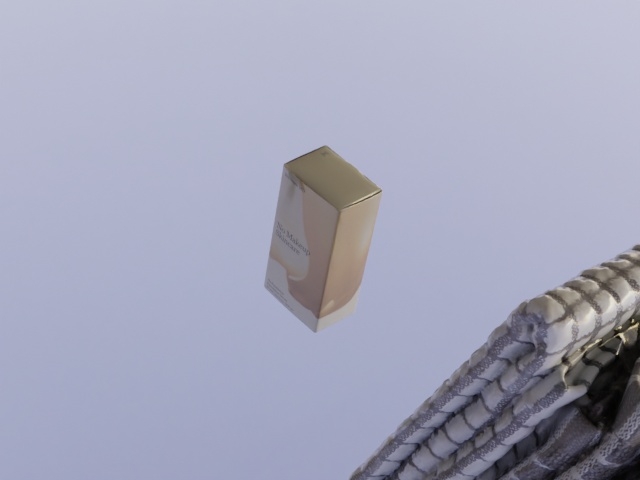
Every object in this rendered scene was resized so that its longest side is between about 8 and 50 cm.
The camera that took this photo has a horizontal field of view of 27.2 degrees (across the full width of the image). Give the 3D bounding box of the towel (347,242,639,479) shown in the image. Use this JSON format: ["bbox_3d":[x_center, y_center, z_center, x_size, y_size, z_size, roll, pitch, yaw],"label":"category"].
[{"bbox_3d":[0.142,0.118,0.745,0.235,0.283,0.121,-21,-113,-47],"label":"towel"}]

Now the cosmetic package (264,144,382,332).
[{"bbox_3d":[0.000,0.000,0.899,0.041,0.115,0.060,-27,-128,-34],"label":"cosmetic package"}]
